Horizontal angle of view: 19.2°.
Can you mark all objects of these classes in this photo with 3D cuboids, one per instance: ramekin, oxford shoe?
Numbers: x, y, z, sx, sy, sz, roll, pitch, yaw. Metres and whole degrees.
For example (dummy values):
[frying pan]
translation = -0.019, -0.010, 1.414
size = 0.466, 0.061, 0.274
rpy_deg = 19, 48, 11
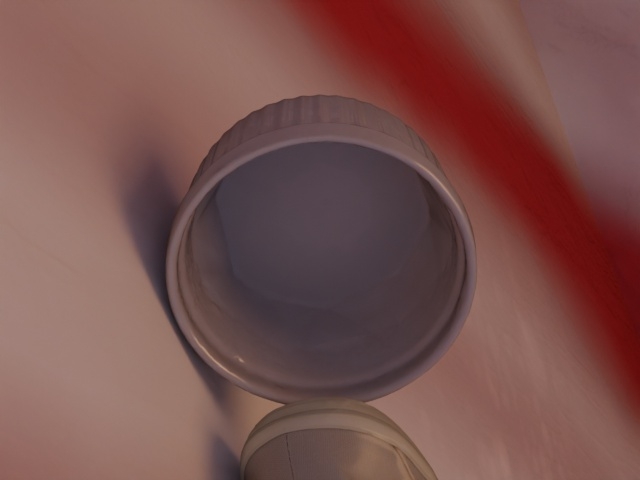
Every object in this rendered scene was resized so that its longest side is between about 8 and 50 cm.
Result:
[ramekin]
translation = 0.000, 0.000, 1.289
size = 0.109, 0.207, 0.207
rpy_deg = -92, 159, -63
[oxford shoe]
translation = 0.085, 0.284, 1.355
size = 0.449, 0.169, 0.130
rpy_deg = 50, 26, -38
